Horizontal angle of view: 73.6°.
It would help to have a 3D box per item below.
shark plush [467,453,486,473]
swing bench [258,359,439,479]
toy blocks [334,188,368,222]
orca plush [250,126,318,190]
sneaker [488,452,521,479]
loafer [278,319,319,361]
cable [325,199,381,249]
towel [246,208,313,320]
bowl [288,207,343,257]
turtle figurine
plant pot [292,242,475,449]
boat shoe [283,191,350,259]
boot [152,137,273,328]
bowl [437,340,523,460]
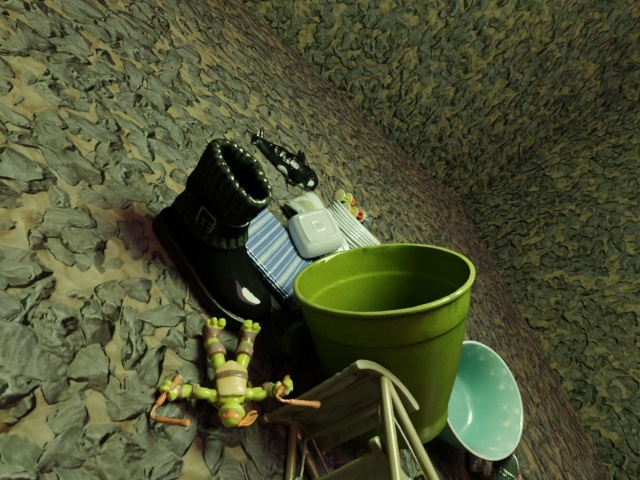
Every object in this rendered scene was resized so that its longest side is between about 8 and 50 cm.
[{"bbox_3d":[0.465,0.625,1.305,0.067,0.073,0.161,13,41,-7],"label":"shark plush"},{"bbox_3d":[0.049,0.380,0.738,0.165,0.253,0.255,26,37,-41],"label":"swing bench"},{"bbox_3d":[0.131,-0.133,1.718,0.148,0.054,0.123,20,41,-46],"label":"toy blocks"},{"bbox_3d":[-0.100,-0.296,1.508,0.287,0.102,0.151,46,27,-10],"label":"orca plush"},{"bbox_3d":[0.506,0.736,1.179,0.145,0.090,0.270,68,34,-46],"label":"sneaker"},{"bbox_3d":[-0.015,0.232,1.040,0.267,0.084,0.096,0,87,-53],"label":"loafer"},{"bbox_3d":[0.110,-0.024,1.440,0.257,0.089,0.257,39,8,-44],"label":"cable"},{"bbox_3d":[-0.126,0.033,1.147,0.336,0.040,0.243,49,24,-7],"label":"towel"},{"bbox_3d":[-0.011,-0.031,1.232,0.142,0.053,0.142,-15,63,-20],"label":"bowl"},{"bbox_3d":[-0.145,0.241,0.755,0.269,0.087,0.217,-1,37,-10],"label":"turtle figurine"},{"bbox_3d":[0.146,0.231,0.928,0.366,0.366,0.353,-43,128,-63],"label":"plant pot"},{"bbox_3d":[0.000,-0.002,1.312,0.103,0.118,0.320,-22,75,-22],"label":"boat shoe"},{"bbox_3d":[-0.166,-0.002,0.866,0.348,0.260,0.131,49,27,-3],"label":"boot"},{"bbox_3d":[0.409,0.462,1.232,0.311,0.163,0.312,14,59,-24],"label":"bowl"}]
